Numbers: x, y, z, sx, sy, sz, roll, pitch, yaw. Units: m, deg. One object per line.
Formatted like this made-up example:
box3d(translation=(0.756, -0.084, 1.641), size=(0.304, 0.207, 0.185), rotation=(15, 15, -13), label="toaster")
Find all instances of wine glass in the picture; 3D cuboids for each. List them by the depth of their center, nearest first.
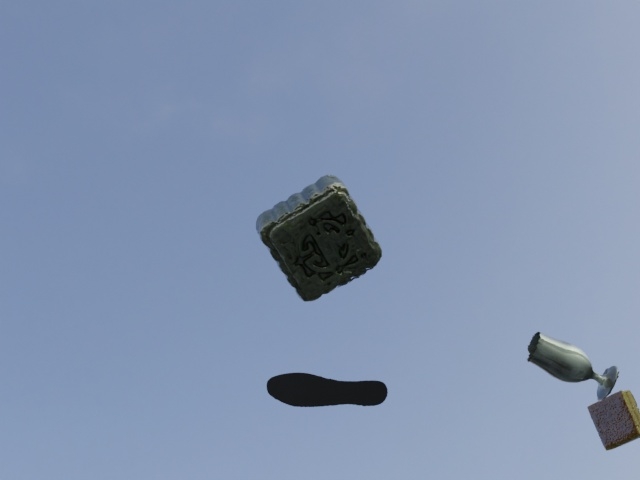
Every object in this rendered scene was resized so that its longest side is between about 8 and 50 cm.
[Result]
box3d(translation=(0.630, 0.313, 2.233), size=(0.222, 0.103, 0.103), rotation=(27, -65, 0), label="wine glass")

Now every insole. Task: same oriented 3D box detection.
box3d(translation=(0.014, 0.314, 1.846), size=(0.253, 0.005, 0.086), rotation=(5, -65, -4), label="insole")

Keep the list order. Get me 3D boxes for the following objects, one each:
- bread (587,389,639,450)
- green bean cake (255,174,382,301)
box3d(translation=(0.560, 0.339, 1.673), size=(0.035, 0.090, 0.094), rotation=(-2, -28, -32), label="bread")
box3d(translation=(0.000, 0.000, 1.609), size=(0.183, 0.094, 0.185), rotation=(-31, -71, 0), label="green bean cake")
